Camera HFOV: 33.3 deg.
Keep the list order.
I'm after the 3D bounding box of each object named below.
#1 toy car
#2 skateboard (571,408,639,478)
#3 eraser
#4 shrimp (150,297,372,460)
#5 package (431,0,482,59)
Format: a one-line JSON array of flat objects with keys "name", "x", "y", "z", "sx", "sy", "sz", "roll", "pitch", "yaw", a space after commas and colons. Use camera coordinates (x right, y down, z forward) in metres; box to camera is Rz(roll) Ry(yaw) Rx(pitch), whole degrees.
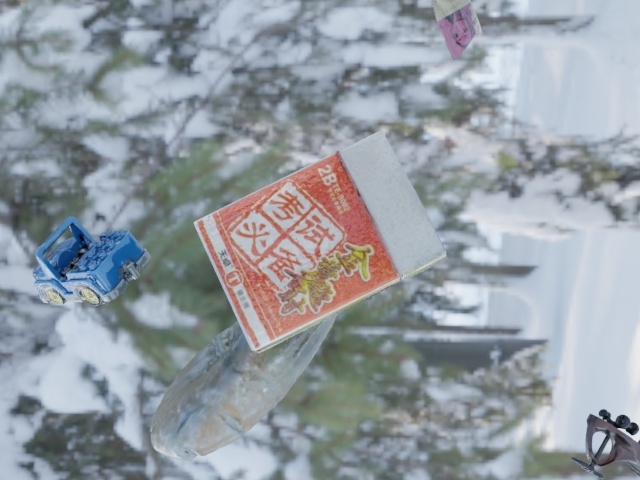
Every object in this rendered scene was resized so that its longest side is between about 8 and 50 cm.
[{"name": "toy car", "x": -0.333, "y": 0.027, "z": 1.495, "sx": 0.100, "sy": 0.191, "sz": 0.097, "roll": 58, "pitch": -132, "yaw": -27}, {"name": "skateboard", "x": 0.364, "y": 0.260, "z": 1.301, "sx": 0.080, "sy": 0.151, "sz": 0.067, "roll": -58, "pitch": 31, "yaw": -6}, {"name": "eraser", "x": 0.000, "y": 0.000, "z": 1.145, "sx": 0.157, "sy": 0.230, "sz": 0.038, "roll": 64, "pitch": 180, "yaw": 15}, {"name": "shrimp", "x": -0.061, "y": 0.120, "z": 1.446, "sx": 0.110, "sy": 0.446, "sz": 0.221, "roll": 48, "pitch": 172, "yaw": -20}, {"name": "package", "x": 0.124, "y": -0.202, "z": 0.970, "sx": 0.059, "sy": 0.029, "sz": 0.083, "roll": 64, "pitch": -146, "yaw": -16}]
